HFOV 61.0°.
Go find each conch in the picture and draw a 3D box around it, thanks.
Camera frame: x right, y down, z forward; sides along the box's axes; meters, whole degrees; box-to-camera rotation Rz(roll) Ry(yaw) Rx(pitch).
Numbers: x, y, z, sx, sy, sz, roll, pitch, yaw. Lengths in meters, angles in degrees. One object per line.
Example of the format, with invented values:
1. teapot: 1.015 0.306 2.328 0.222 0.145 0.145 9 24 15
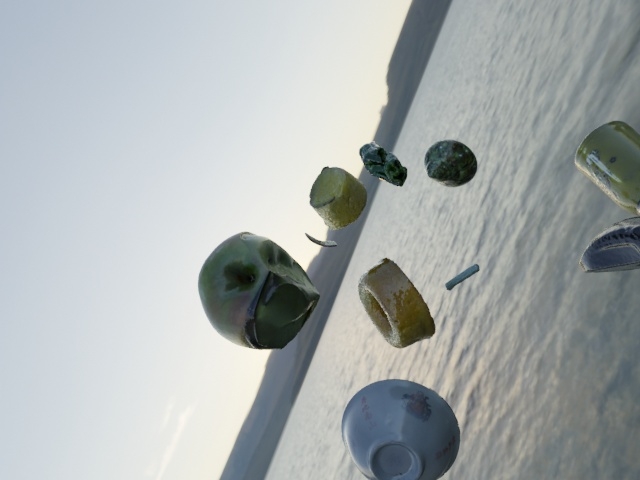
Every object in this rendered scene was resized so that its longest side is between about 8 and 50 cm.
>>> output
1. conch: 0.382 -0.221 1.631 0.187 0.182 0.124 137 131 -58

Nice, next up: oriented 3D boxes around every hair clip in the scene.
1. hair clip: -0.001 0.001 2.084 0.022 0.137 0.054 -65 27 18

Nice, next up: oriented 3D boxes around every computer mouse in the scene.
1. computer mouse: 0.465 0.001 0.773 0.217 0.122 0.073 152 113 -70

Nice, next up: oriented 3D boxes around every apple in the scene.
1. apple: -0.109 0.092 0.947 0.188 0.174 0.207 42 -150 -65

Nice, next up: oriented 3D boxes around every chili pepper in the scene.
1. chili pepper: 0.185 -0.219 1.578 0.083 0.099 0.253 -35 28 0

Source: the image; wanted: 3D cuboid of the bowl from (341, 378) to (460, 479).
1. bowl: 0.213 0.571 1.496 0.157 0.346 0.345 -43 -26 -74

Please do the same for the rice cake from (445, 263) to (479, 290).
1. rice cake: 0.397 0.103 1.520 0.121 0.022 0.022 -43 43 39

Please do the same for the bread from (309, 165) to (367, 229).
1. bread: 0.055 -0.140 1.819 0.170 0.197 0.197 36 -109 -43

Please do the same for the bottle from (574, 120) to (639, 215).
1. bottle: 0.834 -0.150 1.408 0.351 0.172 0.171 -111 29 -44

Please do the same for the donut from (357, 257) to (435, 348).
1. donut: 0.209 0.194 1.596 0.109 0.277 0.277 -28 -17 -16
